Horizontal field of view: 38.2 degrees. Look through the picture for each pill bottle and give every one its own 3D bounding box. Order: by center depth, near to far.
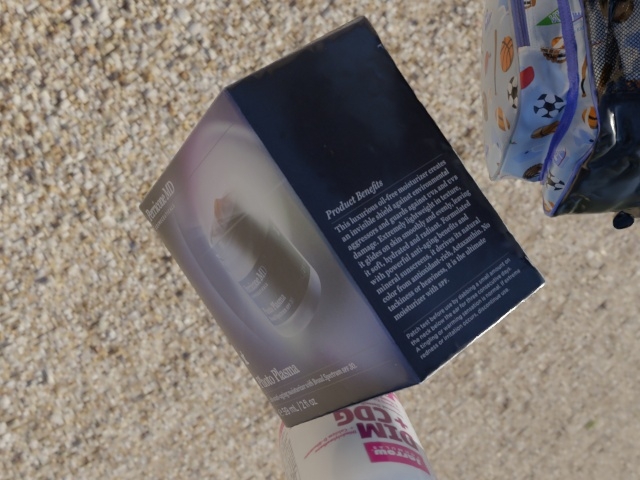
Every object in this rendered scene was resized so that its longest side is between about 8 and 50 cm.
[{"bbox_3d":[0.049,0.279,1.010,0.160,0.283,0.160,-4,112,-10],"label":"pill bottle"}]

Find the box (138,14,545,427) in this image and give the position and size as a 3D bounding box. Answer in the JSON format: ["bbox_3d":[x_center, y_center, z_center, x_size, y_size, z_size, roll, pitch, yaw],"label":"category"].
[{"bbox_3d":[0.000,0.000,0.901,0.182,0.294,0.296,-32,177,-31],"label":"box"}]

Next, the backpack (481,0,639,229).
[{"bbox_3d":[0.253,-0.174,0.862,0.213,0.263,0.276,8,159,0],"label":"backpack"}]
